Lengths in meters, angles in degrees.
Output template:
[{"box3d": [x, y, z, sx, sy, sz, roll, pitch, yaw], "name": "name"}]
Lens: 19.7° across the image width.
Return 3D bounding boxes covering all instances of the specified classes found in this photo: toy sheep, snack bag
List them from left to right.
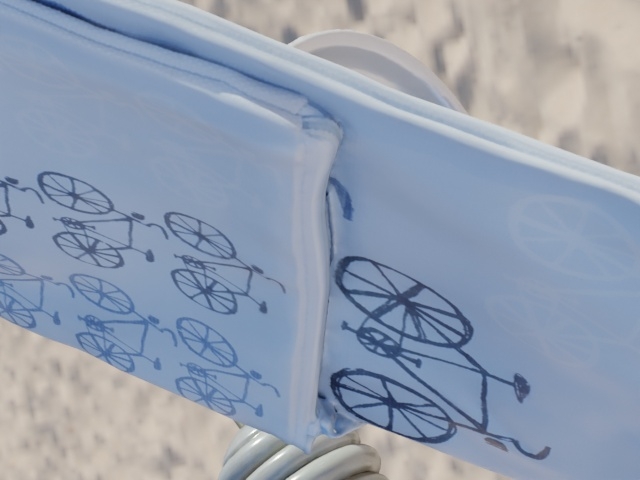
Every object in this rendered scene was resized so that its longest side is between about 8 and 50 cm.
[{"box3d": [-0.006, 0.125, 0.910, 0.132, 0.091, 0.091, 53, 151, 24], "name": "toy sheep"}, {"box3d": [-0.001, 0.019, 0.706, 0.323, 0.343, 0.037, 93, -160, -66], "name": "snack bag"}]

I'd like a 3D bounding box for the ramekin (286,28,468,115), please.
[{"box3d": [0.000, 0.000, 1.323, 0.135, 0.277, 0.277, -18, 82, 44], "name": "ramekin"}]
